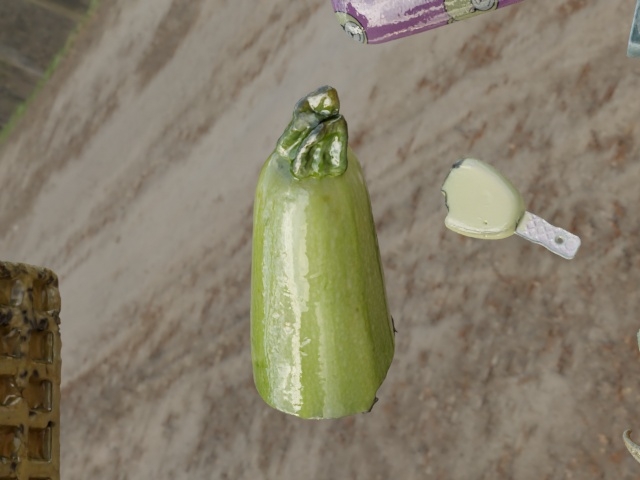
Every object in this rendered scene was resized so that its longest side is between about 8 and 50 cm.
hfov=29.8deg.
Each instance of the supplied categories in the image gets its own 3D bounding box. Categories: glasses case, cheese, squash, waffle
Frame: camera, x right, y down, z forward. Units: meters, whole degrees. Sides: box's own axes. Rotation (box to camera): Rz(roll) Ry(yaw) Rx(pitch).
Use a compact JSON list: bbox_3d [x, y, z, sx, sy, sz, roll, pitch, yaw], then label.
[{"bbox_3d":[0.162,-0.326,1.438,0.316,0.123,0.076,-15,16,20],"label":"glasses case"},{"bbox_3d":[0.312,-0.038,1.991,0.127,0.255,0.050,-61,-25,2],"label":"cheese"},{"bbox_3d":[-0.003,-0.007,0.984,0.137,0.137,0.287,-107,12,-61],"label":"squash"},{"bbox_3d":[-0.404,0.196,1.327,0.114,0.261,0.376,-8,78,27],"label":"waffle"}]

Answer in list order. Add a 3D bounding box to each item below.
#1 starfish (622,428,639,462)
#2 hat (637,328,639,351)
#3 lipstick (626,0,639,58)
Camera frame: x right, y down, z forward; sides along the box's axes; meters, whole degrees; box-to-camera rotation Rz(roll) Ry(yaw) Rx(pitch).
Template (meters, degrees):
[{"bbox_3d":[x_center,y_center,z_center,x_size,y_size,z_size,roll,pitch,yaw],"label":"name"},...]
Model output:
[{"bbox_3d":[0.569,0.330,1.836,0.247,0.050,0.138,38,114,40],"label":"starfish"},{"bbox_3d":[0.481,0.139,1.575,0.081,0.166,0.122,23,82,55],"label":"hat"},{"bbox_3d":[0.565,-0.250,1.561,0.068,0.317,0.066,32,-109,-76],"label":"lipstick"}]
